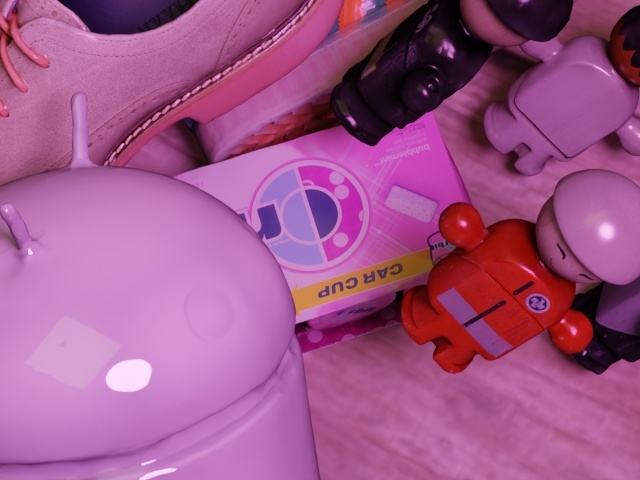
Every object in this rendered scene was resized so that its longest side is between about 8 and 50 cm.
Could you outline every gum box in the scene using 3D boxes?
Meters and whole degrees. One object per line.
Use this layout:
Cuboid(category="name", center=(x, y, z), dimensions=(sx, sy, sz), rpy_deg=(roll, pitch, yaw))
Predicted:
Cuboid(category="gum box", center=(0.000, 0.000, 1.085), dimensions=(0.188, 0.062, 0.107), rpy_deg=(-17, 70, -2))

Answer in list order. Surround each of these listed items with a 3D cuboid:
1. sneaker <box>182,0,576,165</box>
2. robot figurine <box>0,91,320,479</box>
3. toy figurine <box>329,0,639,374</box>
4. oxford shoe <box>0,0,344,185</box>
Cuboid(category="sneaker", center=(0.043, -0.158, 1.116), dimensions=(0.302, 0.108, 0.121), rpy_deg=(-28, 74, -4))
Cuboid(category="robot figurine", center=(-0.101, 0.115, 0.915), dimensions=(0.200, 0.353, 0.300), rpy_deg=(-8, 25, -1))
Cuboid(category="toy figurine", center=(0.133, -0.041, 1.002), dimensions=(0.148, 0.209, 0.213), rpy_deg=(-35, 60, 37))
Cuboid(category="oxford shoe", center=(-0.165, -0.080, 0.992), dimensions=(0.397, 0.146, 0.140), rpy_deg=(-41, 69, -9))
